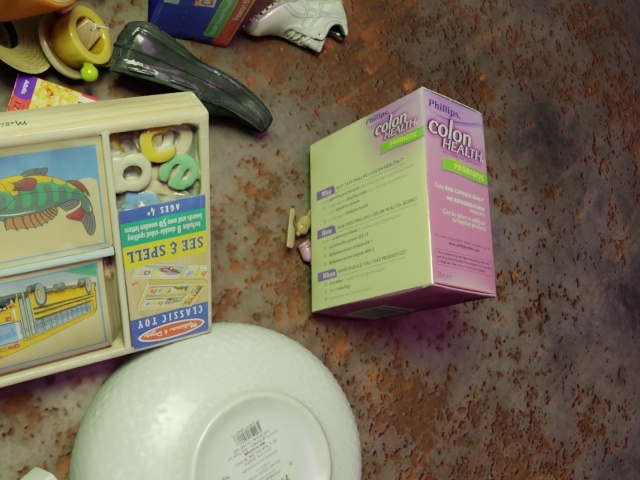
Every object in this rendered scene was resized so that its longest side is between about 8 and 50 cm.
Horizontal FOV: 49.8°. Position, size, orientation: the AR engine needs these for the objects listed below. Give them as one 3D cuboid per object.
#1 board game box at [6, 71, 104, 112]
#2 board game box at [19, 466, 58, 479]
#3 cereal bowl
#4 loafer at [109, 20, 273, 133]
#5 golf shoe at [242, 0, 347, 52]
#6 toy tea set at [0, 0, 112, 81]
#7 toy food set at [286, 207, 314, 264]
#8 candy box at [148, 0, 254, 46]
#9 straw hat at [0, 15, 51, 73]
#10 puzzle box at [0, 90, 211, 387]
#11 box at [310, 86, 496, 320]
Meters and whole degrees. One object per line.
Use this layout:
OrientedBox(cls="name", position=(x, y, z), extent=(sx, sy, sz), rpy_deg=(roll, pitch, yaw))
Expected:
OrientedBox(cls="board game box", position=(-0.272, -0.091, 0.802), extent=(0.194, 0.045, 0.146), rpy_deg=(16, 70, -26))
OrientedBox(cls="board game box", position=(-0.225, 0.378, 0.595), extent=(0.193, 0.053, 0.305), rpy_deg=(-44, 110, -35))
OrientedBox(cls="cereal bowl", position=(-0.091, 0.253, 0.763), extent=(0.339, 0.141, 0.338), rpy_deg=(7, 75, -28))
OrientedBox(cls="loafer", position=(-0.162, -0.190, 0.877), extent=(0.223, 0.076, 0.078), rpy_deg=(28, 85, -32))
OrientedBox(cls="golf shoe", position=(-0.026, -0.310, 0.993), extent=(0.176, 0.069, 0.086), rpy_deg=(-28, 98, -31))
OrientedBox(cls="toy tea set", position=(-0.286, -0.361, 0.778), extent=(0.200, 0.124, 0.335), rpy_deg=(21, 60, -62))
OrientedBox(cls="toy food set", position=(0.000, 0.000, 0.953), extent=(0.122, 0.019, 0.077), rpy_deg=(19, 66, -35))
OrientedBox(cls="candy box", position=(-0.130, -0.450, 0.847), extent=(0.122, 0.268, 0.317), rpy_deg=(5, 75, -26))
OrientedBox(cls="straw hat", position=(-0.374, -0.239, 0.768), extent=(0.144, 0.061, 0.144), rpy_deg=(54, 22, -34))
OrientedBox(cls="puzzle box", position=(-0.299, 0.022, 0.624), extent=(0.409, 0.272, 0.052), rpy_deg=(-13, 40, -24))
OrientedBox(cls="box", position=(0.097, -0.034, 0.887), extent=(0.117, 0.214, 0.242), rpy_deg=(12, 69, -38))
